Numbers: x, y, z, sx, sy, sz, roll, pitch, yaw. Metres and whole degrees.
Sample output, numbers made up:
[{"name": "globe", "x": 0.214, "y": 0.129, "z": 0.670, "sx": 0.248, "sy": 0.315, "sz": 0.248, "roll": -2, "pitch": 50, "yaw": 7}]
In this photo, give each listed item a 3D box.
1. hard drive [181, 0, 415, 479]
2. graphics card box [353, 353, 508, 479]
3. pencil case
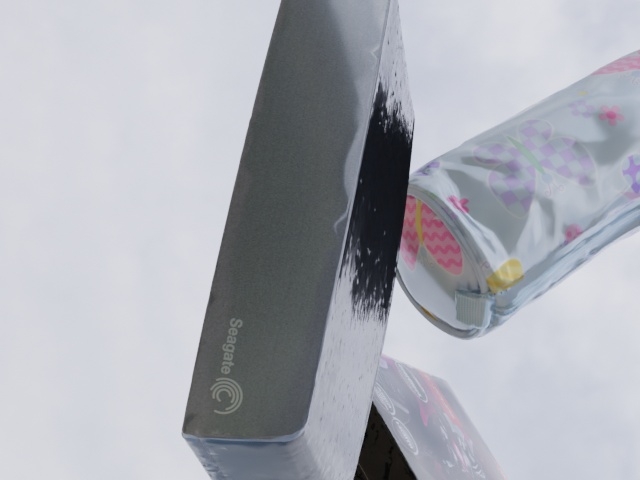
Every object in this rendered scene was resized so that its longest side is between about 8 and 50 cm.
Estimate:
[{"name": "hard drive", "x": 0.000, "y": 0.000, "z": 0.636, "sx": 0.054, "sy": 0.172, "sz": 0.254, "roll": 6, "pitch": -117, "yaw": 12}, {"name": "graphics card box", "x": 0.101, "y": 0.239, "z": 1.447, "sx": 0.094, "sy": 0.371, "sz": 0.232, "roll": -37, "pitch": -116, "yaw": 13}, {"name": "pencil case", "x": 0.173, "y": -0.037, "z": 0.929, "sx": 0.124, "sy": 0.273, "sz": 0.113, "roll": 53, "pitch": -26, "yaw": 23}]
